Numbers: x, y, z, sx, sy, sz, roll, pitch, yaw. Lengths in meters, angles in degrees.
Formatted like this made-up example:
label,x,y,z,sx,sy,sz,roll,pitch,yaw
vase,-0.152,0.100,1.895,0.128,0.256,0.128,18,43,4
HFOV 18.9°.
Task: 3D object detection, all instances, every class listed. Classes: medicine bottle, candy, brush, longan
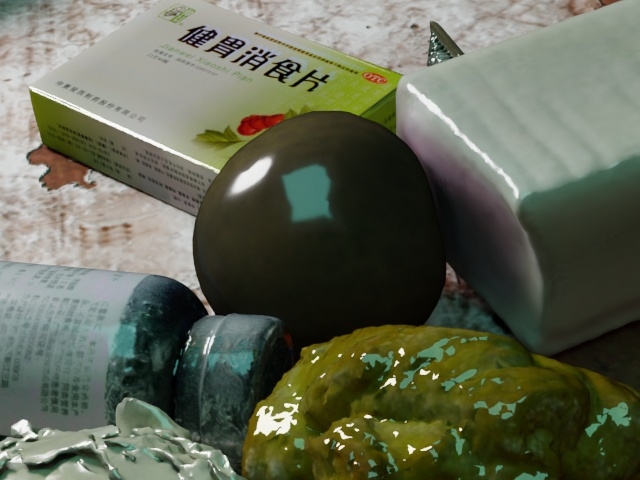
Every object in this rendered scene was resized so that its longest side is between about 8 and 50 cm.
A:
label,x,y,z,sx,sy,sz,roll,pitch,yaw
medicine bottle,-0.167,0.086,1.228,0.293,0.141,0.141,4,39,16
candy,0.246,-0.076,1.365,0.359,0.145,0.208,-20,39,-14
brush,0.122,-0.118,1.534,0.028,0.034,0.190,-25,40,-7
longan,0.000,0.000,1.297,0.189,0.189,0.189,-5,37,4

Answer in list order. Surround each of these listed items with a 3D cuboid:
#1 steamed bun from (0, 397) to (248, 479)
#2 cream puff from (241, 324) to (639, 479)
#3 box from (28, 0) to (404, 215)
label,x,y,z,sx,sy,sz,roll,pitch,yaw
steamed bun,-0.119,0.243,0.942,0.334,0.233,0.312,23,46,36
cream puff,0.080,0.138,1.070,0.244,0.244,0.196,19,58,30
box,-0.079,-0.102,1.522,0.260,0.062,0.175,24,47,35
